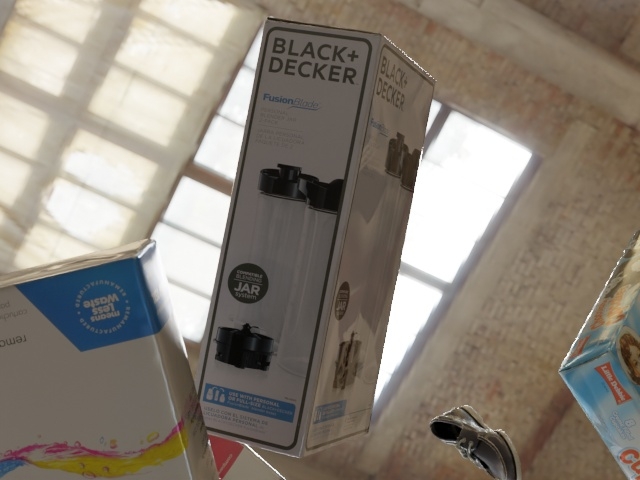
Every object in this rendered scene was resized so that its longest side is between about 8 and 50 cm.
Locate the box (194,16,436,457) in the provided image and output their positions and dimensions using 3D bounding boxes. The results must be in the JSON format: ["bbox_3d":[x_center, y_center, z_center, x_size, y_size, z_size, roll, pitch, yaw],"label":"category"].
[{"bbox_3d":[0.000,0.000,0.830,0.169,0.087,0.290,14,87,-71],"label":"box"}]

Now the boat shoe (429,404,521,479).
[{"bbox_3d":[0.217,0.294,1.592,0.206,0.065,0.075,-140,-136,-67],"label":"boat shoe"}]

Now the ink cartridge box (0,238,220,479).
[{"bbox_3d":[-0.138,0.128,0.679,0.078,0.134,0.231,-91,168,-82],"label":"ink cartridge box"}]

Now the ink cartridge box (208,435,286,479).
[{"bbox_3d":[-0.144,0.288,1.391,0.207,0.283,0.117,24,-110,46],"label":"ink cartridge box"}]

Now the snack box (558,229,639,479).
[{"bbox_3d":[0.341,0.116,1.092,0.060,0.187,0.322,-30,-173,35],"label":"snack box"}]
